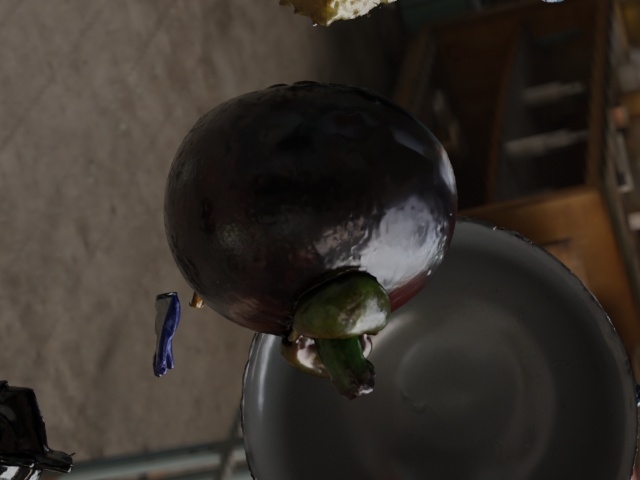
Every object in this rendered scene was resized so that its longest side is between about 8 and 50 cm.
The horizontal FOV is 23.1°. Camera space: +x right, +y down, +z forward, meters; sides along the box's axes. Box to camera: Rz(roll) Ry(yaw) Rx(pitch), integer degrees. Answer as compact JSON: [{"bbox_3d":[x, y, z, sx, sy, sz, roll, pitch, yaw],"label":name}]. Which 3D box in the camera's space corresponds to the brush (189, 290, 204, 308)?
[{"bbox_3d":[-0.113,0.029,1.544,0.314,0.017,0.090,-166,-93,-85],"label":"brush"}]

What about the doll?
[{"bbox_3d":[-0.351,0.182,1.449,0.088,0.249,0.127,-89,-174,-56],"label":"doll"}]

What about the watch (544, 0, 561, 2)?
[{"bbox_3d":[0.220,-0.322,1.545,0.193,0.211,0.211,-51,127,-60],"label":"watch"}]

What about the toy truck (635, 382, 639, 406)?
[{"bbox_3d":[0.257,0.152,1.497,0.056,0.090,0.073,-24,81,-44],"label":"toy truck"}]

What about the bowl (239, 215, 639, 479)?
[{"bbox_3d":[0.114,0.143,1.392,0.157,0.345,0.345,-18,95,-74],"label":"bowl"}]

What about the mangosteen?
[{"bbox_3d":[-0.005,-0.008,1.119,0.216,0.216,0.216,-12,90,-72],"label":"mangosteen"}]

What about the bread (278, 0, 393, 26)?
[{"bbox_3d":[0.060,-0.271,1.261,0.143,0.229,0.139,50,-26,39],"label":"bread"}]

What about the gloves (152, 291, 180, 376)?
[{"bbox_3d":[-0.155,0.095,1.582,0.064,0.026,0.086,102,-9,-83],"label":"gloves"}]
